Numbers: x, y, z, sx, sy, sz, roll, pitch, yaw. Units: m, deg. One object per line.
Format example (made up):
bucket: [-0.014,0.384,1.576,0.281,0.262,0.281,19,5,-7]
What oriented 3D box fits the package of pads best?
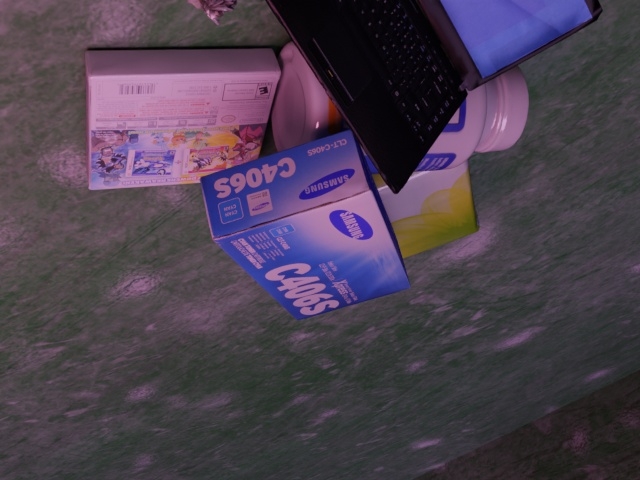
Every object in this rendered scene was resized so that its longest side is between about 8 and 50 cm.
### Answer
package of pads: [0.063,-0.049,1.129,0.297,0.101,0.229,-21,150,4]

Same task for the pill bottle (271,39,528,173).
pill bottle: [0.092,-0.154,0.930,0.272,0.152,0.152,-5,146,-22]

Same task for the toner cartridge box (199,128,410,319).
toner cartridge box: [0.000,0.000,0.945,0.165,0.075,0.348,-18,158,7]

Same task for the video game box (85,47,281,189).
video game box: [-0.162,-0.136,0.927,0.205,0.048,0.187,-5,145,-20]

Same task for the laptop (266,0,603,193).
laptop: [0.117,-0.220,0.758,0.137,0.264,0.234,-6,129,48]

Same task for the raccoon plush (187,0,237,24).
raccoon plush: [-0.053,-0.241,0.485,0.216,0.446,0.299,-36,134,4]
